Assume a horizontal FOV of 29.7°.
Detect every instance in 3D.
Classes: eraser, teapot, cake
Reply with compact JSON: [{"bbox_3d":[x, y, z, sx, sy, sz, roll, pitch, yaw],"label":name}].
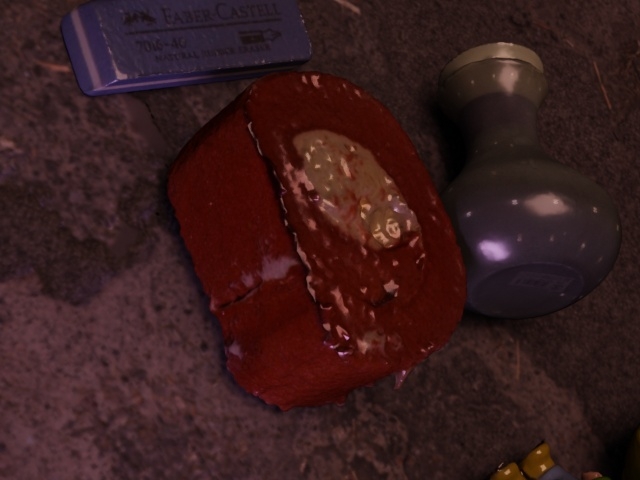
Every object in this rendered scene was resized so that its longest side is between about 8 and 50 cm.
[{"bbox_3d":[-0.118,-0.184,1.099,0.225,0.036,0.082,-11,77,-31],"label":"eraser"},{"bbox_3d":[0.175,-0.060,1.130,0.184,0.183,0.250,12,55,-23],"label":"teapot"},{"bbox_3d":[0.000,0.000,1.022,0.177,0.151,0.282,-14,77,-43],"label":"cake"}]

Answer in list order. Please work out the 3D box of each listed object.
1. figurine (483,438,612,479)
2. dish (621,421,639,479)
[{"bbox_3d":[0.248,0.296,1.040,0.162,0.143,0.263,-22,64,-39],"label":"figurine"},{"bbox_3d":[0.343,0.236,1.129,0.208,0.080,0.148,34,35,-23],"label":"dish"}]
